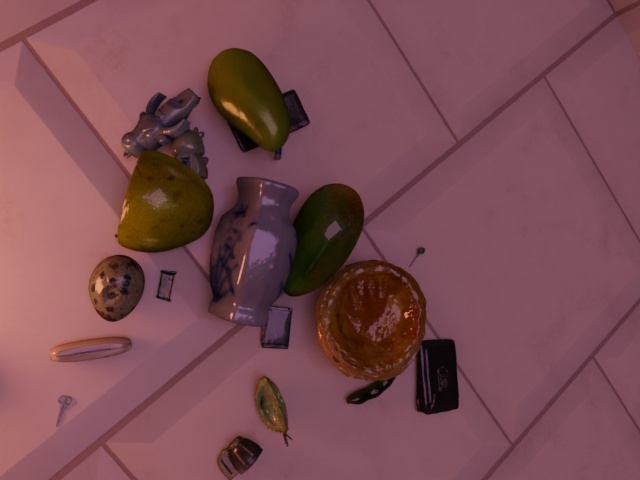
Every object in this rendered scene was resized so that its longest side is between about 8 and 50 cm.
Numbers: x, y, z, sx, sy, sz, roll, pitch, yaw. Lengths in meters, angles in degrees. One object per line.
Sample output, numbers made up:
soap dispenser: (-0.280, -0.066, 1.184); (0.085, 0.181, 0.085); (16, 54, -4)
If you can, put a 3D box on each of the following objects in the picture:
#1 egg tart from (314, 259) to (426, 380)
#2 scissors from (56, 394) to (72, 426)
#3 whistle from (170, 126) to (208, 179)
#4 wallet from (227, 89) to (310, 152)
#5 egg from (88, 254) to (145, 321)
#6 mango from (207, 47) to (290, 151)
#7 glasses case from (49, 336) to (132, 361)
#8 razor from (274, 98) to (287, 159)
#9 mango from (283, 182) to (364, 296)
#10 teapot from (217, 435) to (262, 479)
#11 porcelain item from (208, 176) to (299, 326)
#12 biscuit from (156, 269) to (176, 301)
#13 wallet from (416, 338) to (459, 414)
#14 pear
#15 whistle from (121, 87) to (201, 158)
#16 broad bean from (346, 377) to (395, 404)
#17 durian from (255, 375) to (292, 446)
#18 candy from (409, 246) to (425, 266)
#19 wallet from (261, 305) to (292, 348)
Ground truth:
egg tart: (0.151, 0.250, 1.745); (0.388, 0.169, 0.388); (2, 83, -20)
scissors: (-0.692, 0.456, 1.483); (0.036, 0.006, 0.083); (19, 81, -18)
whistle: (-0.376, -0.214, 1.591); (0.106, 0.102, 0.253); (7, 75, -62)
wallet: (-0.161, -0.373, 1.725); (0.244, 0.025, 0.124); (-27, 95, -17)
egg: (-0.547, 0.128, 1.486); (0.141, 0.141, 0.181); (11, 92, -21)
mango: (-0.205, -0.403, 1.611); (0.192, 0.156, 0.343); (-28, 75, -13)
glasses case: (-0.612, 0.290, 1.485); (0.204, 0.081, 0.051); (-5, 91, -20)
razor: (-0.131, -0.343, 1.699); (0.068, 0.037, 0.191); (-1, 87, -20)
mango: (0.000, 0.000, 1.663); (0.201, 0.225, 0.382); (34, 77, -20)
teapot: (-0.239, 0.627, 1.612); (0.091, 0.092, 0.124); (44, 66, 3)
porcelain item: (-0.190, 0.032, 1.584); (0.178, 0.242, 0.405); (14, 87, -42)
biscuit: (-0.444, 0.129, 1.592); (0.046, 0.016, 0.089); (12, 83, -21)
wallet: (0.402, 0.463, 1.898); (0.168, 0.052, 0.245); (2, 84, -25)
pear: (-0.410, -0.078, 1.505); (0.239, 0.139, 0.288); (15, 99, -18)
whistle: (-0.449, -0.323, 1.550); (0.269, 0.180, 0.093); (-46, 145, 0)
broad bean: (0.180, 0.472, 1.812); (0.227, 0.039, 0.069); (-36, 106, -20)
durian: (-0.140, 0.502, 1.649); (0.086, 0.100, 0.215); (-22, 89, -18)
candy: (0.331, 0.058, 1.905); (0.023, 0.025, 0.083); (33, 84, 12)
wallet: (-0.136, 0.267, 1.702); (0.088, 0.026, 0.129); (7, 86, -17)
